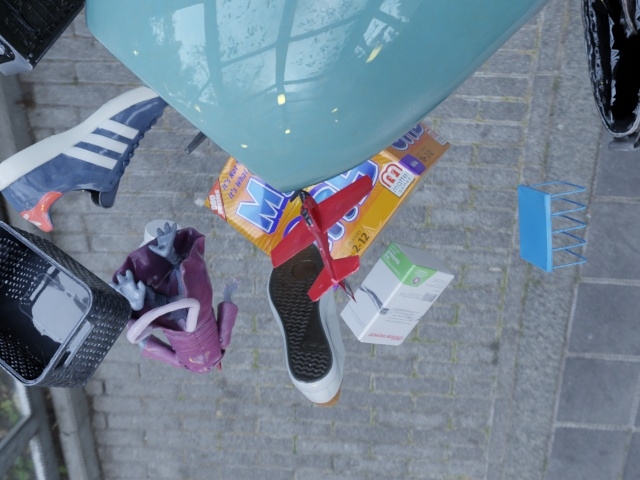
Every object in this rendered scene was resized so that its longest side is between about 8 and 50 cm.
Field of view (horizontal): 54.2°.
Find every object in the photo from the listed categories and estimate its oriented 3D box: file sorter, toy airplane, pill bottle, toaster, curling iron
[{"bbox_3d":[0.506,-0.037,1.360,0.104,0.118,0.171,-11,106,-9],"label":"file sorter"},{"bbox_3d":[0.000,0.000,0.645,0.028,0.151,0.151,19,113,-50],"label":"toy airplane"},{"bbox_3d":[-0.455,0.061,1.781,0.131,0.131,0.229,14,124,-3],"label":"pill bottle"},{"bbox_3d":[-0.445,-0.353,0.881,0.110,0.186,0.168,0,144,35],"label":"toaster"},{"bbox_3d":[-0.281,-0.344,1.752,0.274,0.068,0.035,-43,117,-6],"label":"curling iron"}]

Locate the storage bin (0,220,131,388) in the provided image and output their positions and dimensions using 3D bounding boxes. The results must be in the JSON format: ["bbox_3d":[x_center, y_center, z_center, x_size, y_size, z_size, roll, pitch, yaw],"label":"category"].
[{"bbox_3d":[-0.325,0.074,0.716,0.180,0.084,0.122,31,85,20],"label":"storage bin"}]

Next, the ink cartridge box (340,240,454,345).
[{"bbox_3d":[0.214,0.155,1.762,0.198,0.115,0.273,15,117,-44],"label":"ink cartridge box"}]

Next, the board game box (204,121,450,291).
[{"bbox_3d":[0.027,-0.156,1.447,0.356,0.356,0.357,38,117,5],"label":"board game box"}]

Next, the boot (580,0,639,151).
[{"bbox_3d":[0.281,-0.210,0.455,0.228,0.091,0.263,-14,102,-27],"label":"boot"}]

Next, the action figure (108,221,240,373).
[{"bbox_3d":[-0.243,0.156,1.220,0.248,0.276,0.370,-29,132,-15],"label":"action figure"}]

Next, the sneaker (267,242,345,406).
[{"bbox_3d":[-0.020,0.135,1.019,0.105,0.290,0.123,-13,138,8],"label":"sneaker"}]

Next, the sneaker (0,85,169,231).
[{"bbox_3d":[-0.361,-0.144,1.067,0.350,0.131,0.148,-37,107,-18],"label":"sneaker"}]

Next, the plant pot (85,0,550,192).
[{"bbox_3d":[-0.022,-0.179,0.451,0.293,0.293,0.235,41,93,-11],"label":"plant pot"}]
